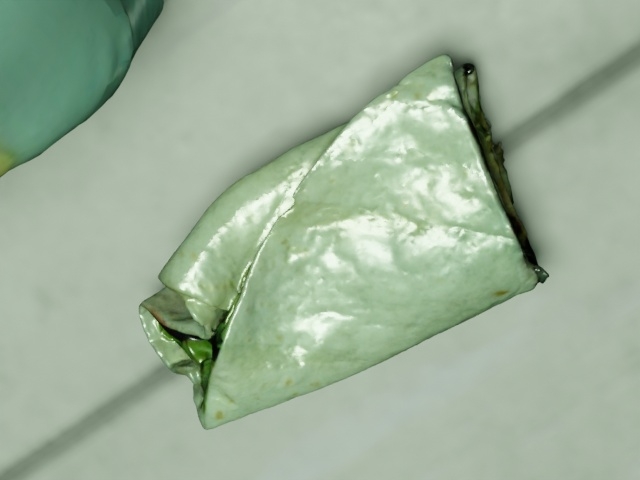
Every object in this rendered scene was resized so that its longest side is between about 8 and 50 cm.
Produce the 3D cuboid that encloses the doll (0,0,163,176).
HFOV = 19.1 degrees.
[{"bbox_3d":[-0.174,-0.110,0.454,0.177,0.161,0.260,-28,105,16],"label":"doll"}]

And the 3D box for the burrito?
[{"bbox_3d":[0.002,0.003,0.532,0.118,0.044,0.074,-26,107,11],"label":"burrito"}]
